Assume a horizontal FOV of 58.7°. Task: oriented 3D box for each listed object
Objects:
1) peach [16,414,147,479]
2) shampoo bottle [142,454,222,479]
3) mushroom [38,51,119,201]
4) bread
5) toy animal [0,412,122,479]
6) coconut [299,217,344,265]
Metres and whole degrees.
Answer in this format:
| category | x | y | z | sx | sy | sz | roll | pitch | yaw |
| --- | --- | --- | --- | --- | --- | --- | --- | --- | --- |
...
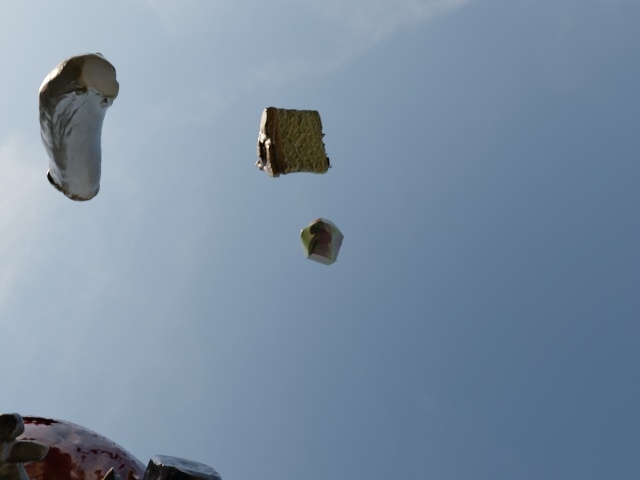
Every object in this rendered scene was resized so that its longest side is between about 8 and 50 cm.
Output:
| category | x | y | z | sx | sy | sz | roll | pitch | yaw |
| --- | --- | --- | --- | --- | --- | --- | --- | --- | --- |
| peach | -0.379 | 0.456 | 0.798 | 0.353 | 0.416 | 0.339 | -24 | -151 | 36 |
| shampoo bottle | -0.185 | 0.399 | 0.549 | 0.134 | 0.078 | 0.360 | -15 | -122 | 59 |
| mushroom | -0.388 | -0.179 | 0.913 | 0.123 | 0.351 | 0.095 | 49 | -125 | 1 |
| bread | -0.060 | -0.210 | 1.226 | 0.127 | 0.147 | 0.152 | 37 | -50 | 56 |
| toy animal | -0.258 | 0.218 | 0.452 | 0.186 | 0.094 | 0.214 | -1 | -114 | -16 |
| coconut | 0.000 | 0.000 | 1.060 | 0.081 | 0.083 | 0.082 | 24 | -105 | -9 |
